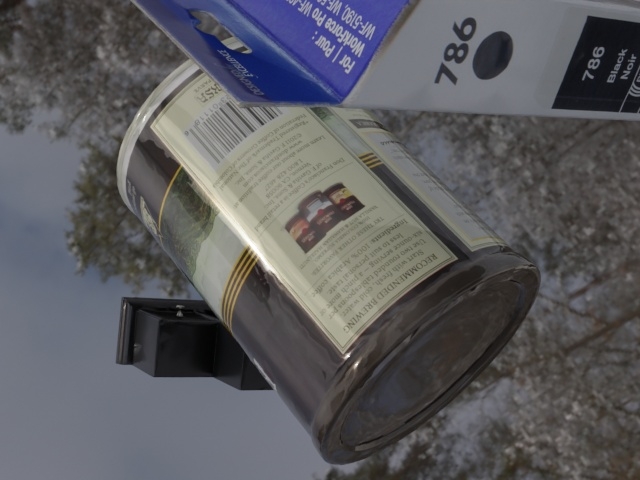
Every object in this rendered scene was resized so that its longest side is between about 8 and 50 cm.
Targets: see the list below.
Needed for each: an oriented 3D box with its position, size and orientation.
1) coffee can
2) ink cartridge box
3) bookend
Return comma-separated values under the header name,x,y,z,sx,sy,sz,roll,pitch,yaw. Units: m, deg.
name,x,y,z,sx,sy,sz,roll,pitch,yaw
coffee can,0.000,0.000,0.715,0.201,0.201,0.275,-5,-135,-50
ink cartridge box,0.077,-0.121,0.471,0.332,0.065,0.165,-5,-146,-33
bookend,-0.108,0.105,0.952,0.157,0.156,0.072,5,-88,-30
